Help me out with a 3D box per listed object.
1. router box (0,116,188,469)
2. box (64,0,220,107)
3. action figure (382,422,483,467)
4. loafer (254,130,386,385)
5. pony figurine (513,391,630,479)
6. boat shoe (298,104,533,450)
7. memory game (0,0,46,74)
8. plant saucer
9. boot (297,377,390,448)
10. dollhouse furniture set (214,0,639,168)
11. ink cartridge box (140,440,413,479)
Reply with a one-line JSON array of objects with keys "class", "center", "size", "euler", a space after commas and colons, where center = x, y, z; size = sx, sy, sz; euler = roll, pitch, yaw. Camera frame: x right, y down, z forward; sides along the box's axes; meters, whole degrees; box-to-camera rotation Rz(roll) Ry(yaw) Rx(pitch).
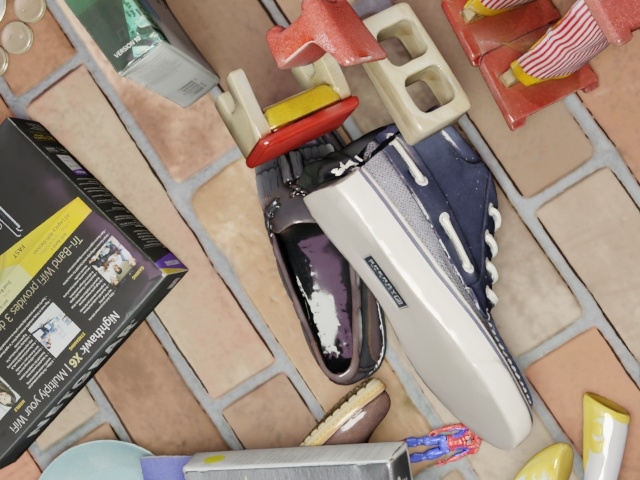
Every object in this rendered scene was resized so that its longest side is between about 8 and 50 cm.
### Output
[{"class": "router box", "center": [-0.335, 0.060, 1.179], "size": [0.243, 0.081, 0.309], "euler": [45, 99, 7]}, {"class": "box", "center": [-0.234, -0.284, 1.070], "size": [0.058, 0.232, 0.322], "euler": [-38, 85, 5]}, {"class": "action figure", "center": [0.123, 0.212, 1.124], "size": [0.115, 0.030, 0.038], "euler": [-15, 84, 9]}, {"class": "loafer", "center": [0.000, 0.000, 1.104], "size": [0.109, 0.095, 0.302], "euler": [-16, 89, 11]}, {"class": "pony figurine", "center": [0.278, 0.373, 1.004], "size": [0.351, 0.303, 0.363], "euler": [32, 103, 41]}, {"class": "boat shoe", "center": [0.138, 0.028, 1.063], "size": [0.158, 0.127, 0.340], "euler": [-38, 100, -23]}, {"class": "memory game", "center": [-0.394, -0.267, 1.213], "size": [0.186, 0.012, 0.186], "euler": [1, 92, 12]}, {"class": "plant saucer", "center": [-0.223, 0.310, 1.190], "size": [0.195, 0.037, 0.195], "euler": [0, 92, 12]}, {"class": "boot", "center": [0.050, 0.285, 1.114], "size": [0.207, 0.090, 0.248], "euler": [39, 106, 6]}, {"class": "dollhouse furniture set", "center": [0.117, -0.164, 0.946], "size": [0.374, 0.201, 0.152], "euler": [-28, 84, -21]}, {"class": "ink cartridge box", "center": [-0.039, 0.358, 1.070], "size": [0.307, 0.072, 0.304], "euler": [-9, 94, 23]}]
